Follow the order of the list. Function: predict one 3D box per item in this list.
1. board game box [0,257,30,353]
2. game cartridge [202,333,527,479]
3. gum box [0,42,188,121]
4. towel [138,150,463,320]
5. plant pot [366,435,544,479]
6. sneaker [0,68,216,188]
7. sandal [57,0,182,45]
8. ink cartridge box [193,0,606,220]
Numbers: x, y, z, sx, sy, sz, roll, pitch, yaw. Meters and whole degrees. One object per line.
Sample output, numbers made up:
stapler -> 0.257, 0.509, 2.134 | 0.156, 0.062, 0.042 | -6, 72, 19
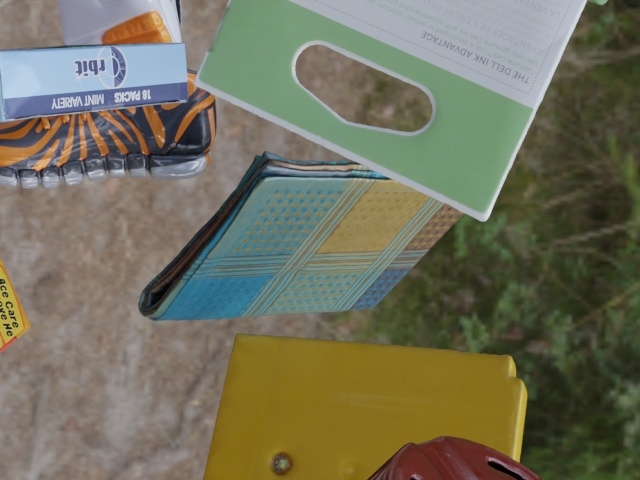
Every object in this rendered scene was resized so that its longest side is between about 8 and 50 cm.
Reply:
board game box -> -0.539, 0.021, 1.143 | 0.356, 0.356, 0.356 | -47, 121, -58
game cartridge -> 0.039, 0.243, 1.399 | 0.053, 0.323, 0.285 | 63, 35, -60
gum box -> -0.201, -0.096, 0.831 | 0.157, 0.184, 0.041 | -14, 105, -55
towel -> 0.000, 0.000, 1.554 | 0.370, 0.271, 0.040 | -1, 53, -45
plant pot -> 0.053, 0.287, 0.894 | 0.272, 0.272, 0.265 | -13, 145, -57
sneaker -> -0.283, -0.168, 1.655 | 0.321, 0.124, 0.180 | -6, 123, -22
sandal -> -0.158, -0.206, 1.086 | 0.265, 0.101, 0.076 | 83, 20, -59
ink cartridge box -> 0.060, -0.150, 0.665 | 0.235, 0.171, 0.056 | -67, 165, 11
